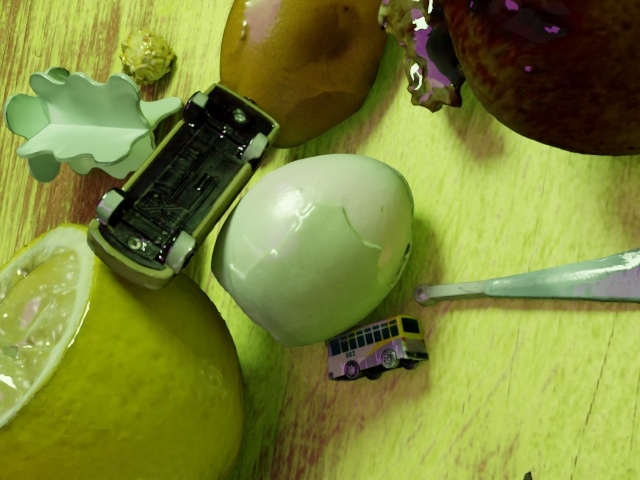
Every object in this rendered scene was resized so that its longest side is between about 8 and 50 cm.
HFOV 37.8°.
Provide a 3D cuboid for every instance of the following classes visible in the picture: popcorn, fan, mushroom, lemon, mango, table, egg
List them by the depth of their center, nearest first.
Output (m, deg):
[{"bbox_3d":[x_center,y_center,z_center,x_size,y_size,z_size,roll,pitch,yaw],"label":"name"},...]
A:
[{"bbox_3d":[0.238,-0.224,0.833,0.334,0.356,0.331,-12,66,-3],"label":"mushroom"},{"bbox_3d":[0.212,0.038,0.902,0.282,0.023,0.057,-5,79,36],"label":"fan"},{"bbox_3d":[0.000,0.000,0.978,0.217,0.183,0.183,-44,55,2],"label":"egg"},{"bbox_3d":[-0.239,0.180,1.037,0.364,0.364,0.364,-9,75,37],"label":"lemon"},{"bbox_3d":[-0.030,-0.220,1.060,0.136,0.166,0.236,-138,60,-66],"label":"mango"},{"bbox_3d":[-0.300,-0.154,1.270,0.198,0.166,0.167,7,85,31],"label":"table"},{"bbox_3d":[-0.243,-0.253,1.301,0.082,0.057,0.083,-4,75,31],"label":"popcorn"}]

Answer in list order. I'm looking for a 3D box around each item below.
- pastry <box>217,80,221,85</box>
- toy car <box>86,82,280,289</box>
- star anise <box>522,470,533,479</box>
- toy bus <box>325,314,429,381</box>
[{"bbox_3d":[-0.094,-0.158,1.164,0.097,0.057,0.109,-38,57,32],"label":"pastry"},{"bbox_3d":[-0.144,-0.046,0.973,0.101,0.257,0.124,33,143,-1],"label":"toy car"},{"bbox_3d":[0.199,0.316,0.750,0.272,0.102,0.272,31,130,46],"label":"star anise"},{"bbox_3d":[0.056,0.115,0.988,0.102,0.052,0.058,-21,69,33],"label":"toy bus"}]
